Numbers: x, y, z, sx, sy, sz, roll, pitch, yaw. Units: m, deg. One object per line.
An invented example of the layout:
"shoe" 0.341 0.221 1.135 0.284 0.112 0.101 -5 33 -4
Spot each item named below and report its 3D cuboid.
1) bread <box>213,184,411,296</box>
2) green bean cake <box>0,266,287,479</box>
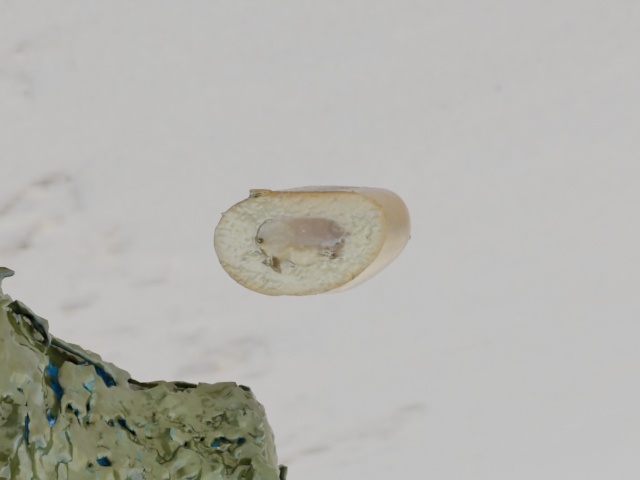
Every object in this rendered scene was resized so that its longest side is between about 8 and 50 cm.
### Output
"bread" 0.000 0.000 0.877 0.062 0.049 0.103 3 -174 20
"green bean cake" -0.174 0.160 1.225 0.285 0.202 0.310 -12 148 11
